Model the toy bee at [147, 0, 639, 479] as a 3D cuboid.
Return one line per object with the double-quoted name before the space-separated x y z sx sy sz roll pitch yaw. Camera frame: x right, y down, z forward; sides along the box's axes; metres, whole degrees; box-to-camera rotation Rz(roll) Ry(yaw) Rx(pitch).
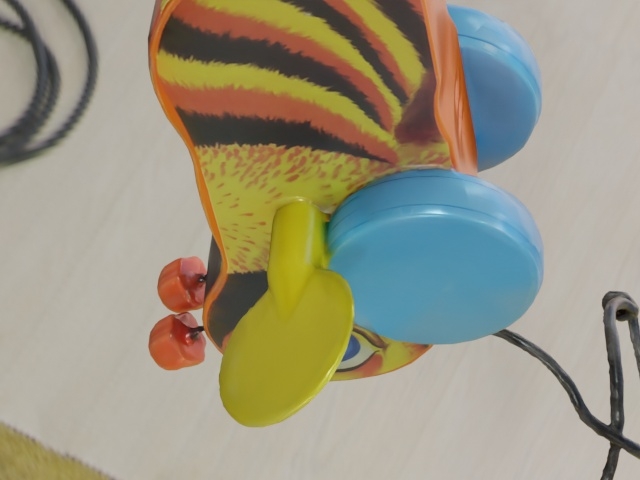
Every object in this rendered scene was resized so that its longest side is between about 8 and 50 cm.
"toy bee" 0.000 0.000 0.605 0.162 0.298 0.195 -12 27 18
